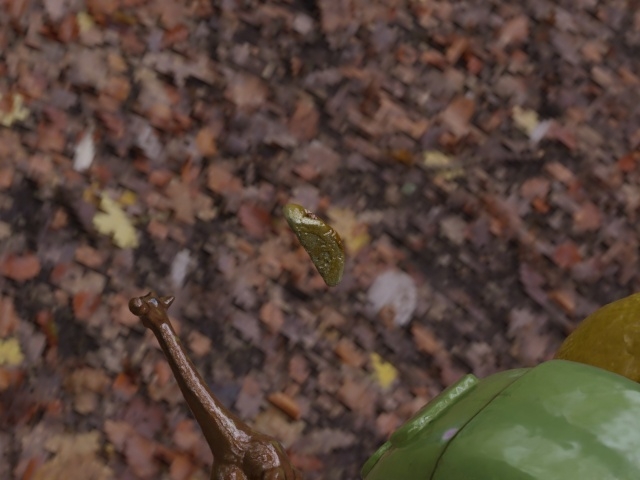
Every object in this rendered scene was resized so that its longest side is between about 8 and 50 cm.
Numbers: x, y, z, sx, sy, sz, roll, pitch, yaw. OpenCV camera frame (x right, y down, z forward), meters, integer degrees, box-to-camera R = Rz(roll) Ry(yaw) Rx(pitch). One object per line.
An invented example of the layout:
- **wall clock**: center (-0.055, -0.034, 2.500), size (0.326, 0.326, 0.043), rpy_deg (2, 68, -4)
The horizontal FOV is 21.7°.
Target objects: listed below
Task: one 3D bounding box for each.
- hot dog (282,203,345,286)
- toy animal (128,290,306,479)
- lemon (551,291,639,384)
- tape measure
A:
- **hot dog**: center (0.000, 0.000, 1.461), size (0.034, 0.090, 0.030), rpy_deg (-31, 31, 0)
- **toy animal**: center (-0.066, 0.161, 1.258), size (0.224, 0.066, 0.229), rpy_deg (47, 16, -35)
- **lemon**: center (0.250, 0.124, 1.189), size (0.187, 0.244, 0.186), rpy_deg (0, 82, 4)
- **tape measure**: center (0.080, 0.111, 0.500), size (0.177, 0.154, 0.087), rpy_deg (27, 49, 32)
